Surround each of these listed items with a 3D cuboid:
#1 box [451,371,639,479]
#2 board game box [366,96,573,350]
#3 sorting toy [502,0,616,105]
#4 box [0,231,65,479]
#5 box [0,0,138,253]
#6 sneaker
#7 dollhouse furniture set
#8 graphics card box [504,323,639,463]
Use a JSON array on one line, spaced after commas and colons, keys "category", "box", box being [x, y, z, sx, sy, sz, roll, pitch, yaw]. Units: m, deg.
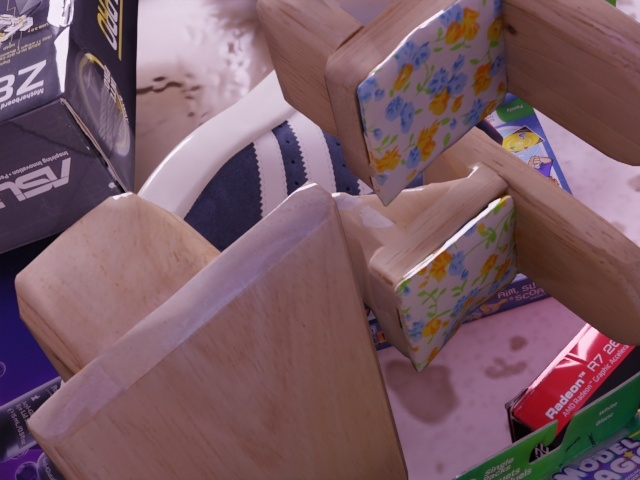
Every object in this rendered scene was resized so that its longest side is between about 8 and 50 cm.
[{"category": "box", "box": [0.095, 0.141, 0.503, 0.105, 0.179, 0.043, -24, 31, -28]}, {"category": "board game box", "box": [0.058, -0.005, 0.879, 0.201, 0.035, 0.136, -18, 55, 0]}, {"category": "sorting toy", "box": [0.057, -0.203, 1.008, 0.196, 0.047, 0.347, -40, 58, -20]}, {"category": "box", "box": [-0.155, 0.093, 0.821, 0.261, 0.103, 0.184, 34, 66, 29]}, {"category": "box", "box": [-0.310, -0.090, 0.899, 0.395, 0.097, 0.318, -20, 39, 10]}, {"category": "sneaker", "box": [0.000, 0.000, 0.745, 0.148, 0.131, 0.350, 30, 45, 7]}, {"category": "dollhouse furniture set", "box": [0.015, 0.146, 0.569, 0.362, 0.394, 0.256, -41, 59, -16]}, {"category": "graphics card box", "box": [0.309, 0.129, 0.704, 0.371, 0.094, 0.233, 35, 69, 30]}]
